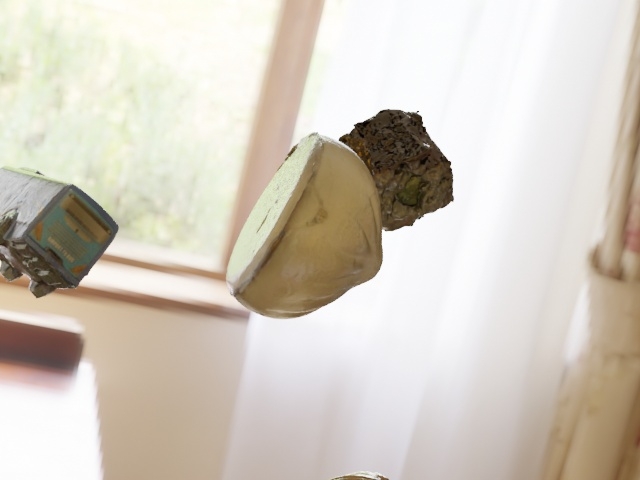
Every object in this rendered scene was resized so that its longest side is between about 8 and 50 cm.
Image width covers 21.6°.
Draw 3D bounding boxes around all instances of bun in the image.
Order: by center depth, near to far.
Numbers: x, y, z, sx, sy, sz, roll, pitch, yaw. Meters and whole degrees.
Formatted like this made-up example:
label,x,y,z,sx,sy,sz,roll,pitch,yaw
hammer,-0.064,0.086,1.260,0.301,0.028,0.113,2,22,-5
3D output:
label,x,y,z,sx,sy,sz,roll,pitch,yaw
bun,0.000,0.000,1.176,0.094,0.138,0.138,30,12,-15

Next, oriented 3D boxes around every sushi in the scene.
label,x,y,z,sx,sy,sz,roll,pitch,yaw
sushi,0.067,-0.058,1.484,0.094,0.098,0.084,-23,47,-14

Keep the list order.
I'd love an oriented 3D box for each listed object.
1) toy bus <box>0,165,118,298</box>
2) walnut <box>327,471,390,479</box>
label,x,y,z,sx,sy,sz,roll,pitch,yaw
toy bus,-0.168,-0.008,0.975,0.051,0.061,0.153,48,-13,-23
walnut,0.029,0.245,1.381,0.105,0.124,0.105,20,34,-14
